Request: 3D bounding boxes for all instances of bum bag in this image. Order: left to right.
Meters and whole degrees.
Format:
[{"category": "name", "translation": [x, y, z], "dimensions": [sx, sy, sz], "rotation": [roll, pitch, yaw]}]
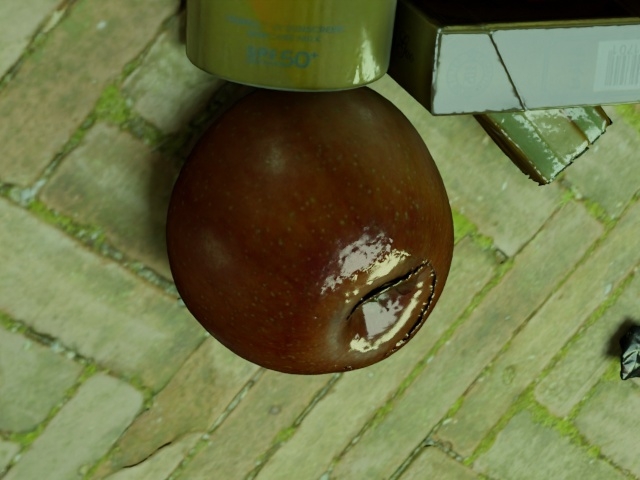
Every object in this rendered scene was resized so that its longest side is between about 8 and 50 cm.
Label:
[{"category": "bum bag", "translation": [0.324, 0.112, 1.890], "dimensions": [0.124, 0.034, 0.058], "rotation": [9, 105, -45]}]

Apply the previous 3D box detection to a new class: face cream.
[{"category": "face cream", "translation": [-0.013, -0.226, 1.238], "dimensions": [0.139, 0.067, 0.285], "rotation": [4, 130, -2]}]

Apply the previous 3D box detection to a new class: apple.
[{"category": "apple", "translation": [0.000, 0.000, 1.398], "dimensions": [0.210, 0.173, 0.235], "rotation": [-44, 143, 2]}]

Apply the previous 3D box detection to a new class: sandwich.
[{"category": "sandwich", "translation": [0.137, -0.132, 1.518], "dimensions": [0.079, 0.113, 0.163], "rotation": [-43, 107, 2]}]

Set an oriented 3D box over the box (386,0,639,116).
[{"category": "box", "translation": [0.161, -0.148, 1.368], "dimensions": [0.240, 0.159, 0.071], "rotation": [-5, 117, -17]}]
